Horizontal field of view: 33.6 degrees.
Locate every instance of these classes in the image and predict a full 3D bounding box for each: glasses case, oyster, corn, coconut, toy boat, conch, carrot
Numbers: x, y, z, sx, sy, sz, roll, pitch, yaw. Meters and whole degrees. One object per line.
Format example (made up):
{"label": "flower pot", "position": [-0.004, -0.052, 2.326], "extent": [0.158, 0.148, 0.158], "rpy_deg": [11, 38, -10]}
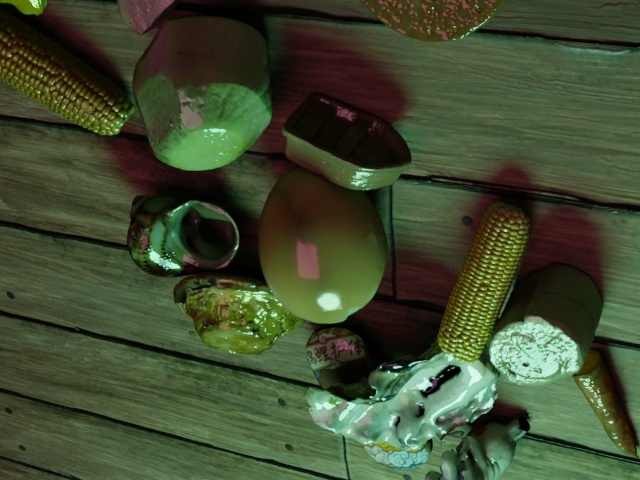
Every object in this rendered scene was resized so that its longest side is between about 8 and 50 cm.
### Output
{"label": "glasses case", "position": [0.087, 0.280, 1.876], "extent": [0.122, 0.082, 0.321], "rpy_deg": [-16, 115, 37]}
{"label": "oyster", "position": [0.153, 0.234, 1.736], "extent": [0.238, 0.114, 0.351], "rpy_deg": [31, 117, -34]}
{"label": "corn", "position": [-0.444, -0.271, 1.718], "extent": [0.305, 0.106, 0.106], "rpy_deg": [33, 134, 1]}
{"label": "coconut", "position": [-0.171, -0.228, 1.539], "extent": [0.205, 0.236, 0.235], "rpy_deg": [-12, 121, 8]}
{"label": "toy boat", "position": [0.043, -0.135, 1.556], "extent": [0.188, 0.116, 0.061], "rpy_deg": [26, 137, 12]}
{"label": "conch", "position": [-0.234, -0.017, 1.785], "extent": [0.181, 0.124, 0.187], "rpy_deg": [32, 115, -15]}
{"label": "corn", "position": [0.243, 0.061, 1.575], "extent": [0.081, 0.081, 0.248], "rpy_deg": [23, 108, 11]}
{"label": "carrot", "position": [0.461, 0.272, 1.697], "extent": [0.057, 0.057, 0.224], "rpy_deg": [-11, 124, 34]}

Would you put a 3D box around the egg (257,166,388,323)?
{"label": "egg", "position": [0.000, 0.000, 1.623], "extent": [0.201, 0.201, 0.244], "rpy_deg": [0, 123, 28]}

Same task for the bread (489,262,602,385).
{"label": "bread", "position": [0.338, 0.130, 1.583], "extent": [0.134, 0.141, 0.148], "rpy_deg": [37, 134, 0]}

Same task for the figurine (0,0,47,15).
{"label": "figurine", "position": [-0.448, -0.490, 1.485], "extent": [0.323, 0.231, 0.340], "rpy_deg": [47, 147, 23]}

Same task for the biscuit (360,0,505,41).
{"label": "biscuit", "position": [0.152, -0.330, 1.401], "extent": [0.221, 0.029, 0.142], "rpy_deg": [-3, 122, 29]}

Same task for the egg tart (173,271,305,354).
{"label": "egg tart", "position": [-0.142, 0.130, 1.824], "extent": [0.241, 0.105, 0.241], "rpy_deg": [8, 157, 4]}

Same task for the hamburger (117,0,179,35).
{"label": "hamburger", "position": [-0.256, -0.370, 1.578], "extent": [0.121, 0.054, 0.084], "rpy_deg": [-33, 101, 38]}

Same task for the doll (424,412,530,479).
{"label": "doll", "position": [0.266, 0.374, 1.799], "extent": [0.095, 0.192, 0.149], "rpy_deg": [45, 143, 19]}
